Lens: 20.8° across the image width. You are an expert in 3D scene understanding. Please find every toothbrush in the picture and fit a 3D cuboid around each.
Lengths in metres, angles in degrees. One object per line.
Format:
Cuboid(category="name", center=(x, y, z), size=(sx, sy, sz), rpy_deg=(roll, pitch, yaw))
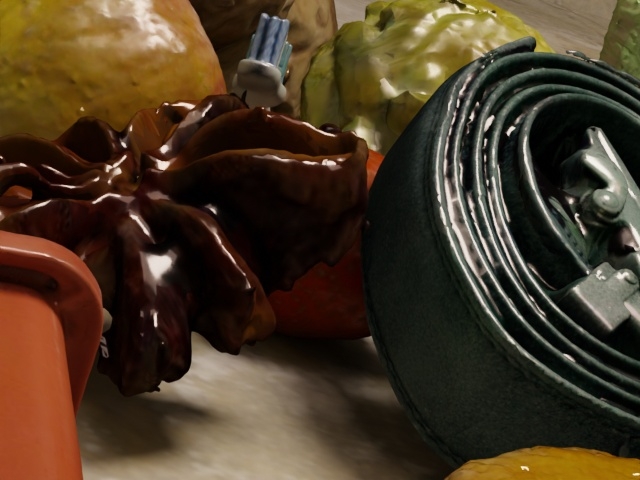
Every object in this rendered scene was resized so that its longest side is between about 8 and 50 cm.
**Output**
Cuboid(category="toothbrush", center=(-0.034, -0.064, 1.037), size=(0.040, 0.040, 0.386), rpy_deg=(18, -9, 1))

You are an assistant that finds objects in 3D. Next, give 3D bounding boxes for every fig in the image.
Cuboid(category="fig", center=(-0.184, -0.081, 1.007), size=(0.257, 0.159, 0.159), rpy_deg=(-7, 24, -19))

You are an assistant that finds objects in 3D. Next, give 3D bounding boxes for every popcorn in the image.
Cuboid(category="popcorn", center=(0.070, -0.066, 1.146), size=(0.198, 0.212, 0.198), rpy_deg=(25, 48, -30))

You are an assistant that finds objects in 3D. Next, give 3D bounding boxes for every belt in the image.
Cuboid(category="belt", center=(0.122, 0.014, 0.863), size=(0.206, 0.116, 0.267), rpy_deg=(11, 48, -24))

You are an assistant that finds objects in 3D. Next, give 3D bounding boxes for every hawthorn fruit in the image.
Cuboid(category="hawthorn fruit", center=(0.000, 0.000, 0.937), size=(0.128, 0.128, 0.128), rpy_deg=(17, 16, -5))

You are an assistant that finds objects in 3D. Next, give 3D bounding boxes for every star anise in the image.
Cuboid(category="star anise", center=(-0.084, 0.006, 0.794), size=(0.220, 0.125, 0.190), rpy_deg=(-7, 13, -3))

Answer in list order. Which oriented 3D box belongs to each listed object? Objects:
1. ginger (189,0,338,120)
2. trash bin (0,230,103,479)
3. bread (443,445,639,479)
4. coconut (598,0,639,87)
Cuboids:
Cuboid(category="ginger", center=(-0.102, -0.177, 1.189), size=(0.256, 0.176, 0.375), rpy_deg=(28, -12, 3))
Cuboid(category="trash bin", center=(-0.141, 0.091, 0.396), size=(0.184, 0.161, 0.238), rpy_deg=(12, 20, -20))
Cuboid(category="bread", center=(0.099, 0.151, 0.512), size=(0.236, 0.120, 0.198), rpy_deg=(17, 18, 0))
Cuboid(category="coconut", center=(0.378, -0.106, 1.370), size=(0.328, 0.328, 0.281), rpy_deg=(22, -2, 13))
